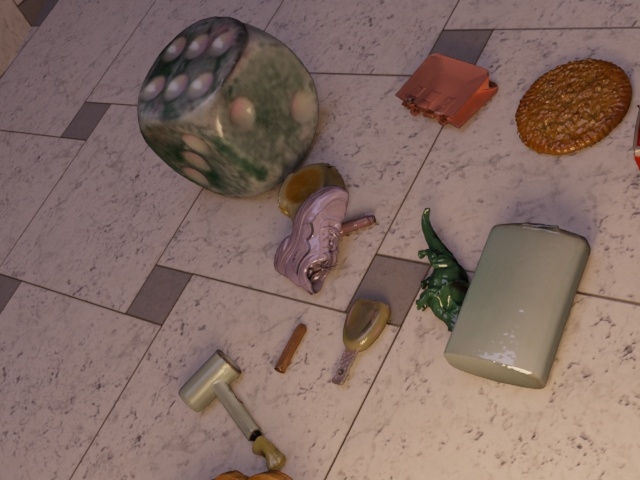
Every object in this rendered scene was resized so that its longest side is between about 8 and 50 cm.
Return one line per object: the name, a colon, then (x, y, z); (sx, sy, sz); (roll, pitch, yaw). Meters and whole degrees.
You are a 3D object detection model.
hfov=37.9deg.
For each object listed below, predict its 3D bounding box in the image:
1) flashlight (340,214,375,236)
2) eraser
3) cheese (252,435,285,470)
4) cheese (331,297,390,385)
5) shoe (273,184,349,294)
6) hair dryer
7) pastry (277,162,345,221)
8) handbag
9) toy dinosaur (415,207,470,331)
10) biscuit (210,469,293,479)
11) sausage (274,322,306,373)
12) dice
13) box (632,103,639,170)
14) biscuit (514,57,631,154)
flashlight: (0.073, -0.032, 2.085); (0.110, 0.031, 0.052); (-17, 72, 20)
eraser: (0.359, 0.112, 1.694); (0.189, 0.104, 0.290); (12, 64, 29)
cheese: (-0.105, 0.423, 1.843); (0.044, 0.030, 0.083); (-45, 48, -13)
cheese: (0.073, 0.206, 1.884); (0.097, 0.037, 0.192); (6, 61, 41)
shoe: (0.000, 0.000, 2.043); (0.137, 0.095, 0.245); (43, 107, 39)
hair dryer: (-0.194, 0.350, 1.960); (0.131, 0.073, 0.236); (-46, 51, -1)
pastry: (-0.019, -0.107, 2.171); (0.166, 0.088, 0.166); (-21, 45, 22)
handbag: (0.289, -0.346, 2.156); (0.157, 0.059, 0.212); (-48, 41, -8)
toy dinosaur: (0.227, 0.069, 1.853); (0.120, 0.079, 0.292); (-30, 46, 6)
biscuit: (-0.143, 0.556, 1.663); (0.376, 0.051, 0.269); (-42, 66, 27)
sausage: (-0.062, 0.228, 1.976); (0.026, 0.026, 0.116); (9, 62, 41)
dice: (-0.231, -0.328, 2.320); (0.328, 0.348, 0.330); (8, 61, 42)
box: (0.675, -0.193, 1.711); (0.182, 0.099, 0.133); (-3, 53, 34)
biscuit: (0.525, -0.285, 1.947); (0.254, 0.035, 0.254); (-20, 46, 22)
